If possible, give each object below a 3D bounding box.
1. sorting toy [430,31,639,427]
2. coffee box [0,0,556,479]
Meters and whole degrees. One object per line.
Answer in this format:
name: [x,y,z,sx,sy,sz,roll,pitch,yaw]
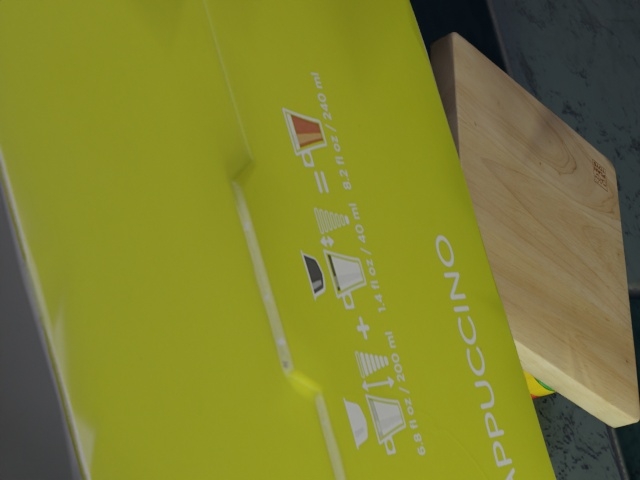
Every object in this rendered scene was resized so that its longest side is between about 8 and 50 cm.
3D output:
sorting toy: [0.150,0.005,1.549,0.257,0.089,0.255,33,46,-43]
coffee box: [-0.131,0.066,0.851,0.338,0.334,0.338,-2,74,-57]
